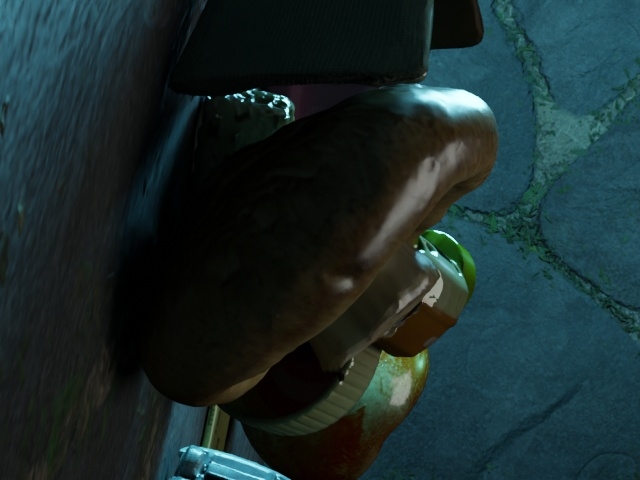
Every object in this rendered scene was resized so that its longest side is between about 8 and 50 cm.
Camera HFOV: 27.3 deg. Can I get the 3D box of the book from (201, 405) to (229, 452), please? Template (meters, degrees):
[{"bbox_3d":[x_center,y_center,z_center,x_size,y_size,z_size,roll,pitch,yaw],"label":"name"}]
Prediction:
[{"bbox_3d":[-0.124,0.263,1.435,0.168,0.013,0.192,92,9,-78],"label":"book"}]

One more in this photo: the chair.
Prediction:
[{"bbox_3d":[0.022,-0.176,0.862,0.186,0.160,0.319,72,22,-57],"label":"chair"}]

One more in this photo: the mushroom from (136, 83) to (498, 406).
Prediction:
[{"bbox_3d":[0.000,0.000,0.805,0.278,0.146,0.278,-42,175,-4],"label":"mushroom"}]

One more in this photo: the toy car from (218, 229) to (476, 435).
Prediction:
[{"bbox_3d":[-0.016,0.043,1.047,0.145,0.235,0.235,35,61,-54],"label":"toy car"}]

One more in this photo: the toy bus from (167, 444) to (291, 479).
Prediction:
[{"bbox_3d":[-0.086,0.249,1.015,0.265,0.121,0.120,-75,-177,-82],"label":"toy bus"}]

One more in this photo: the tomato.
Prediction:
[{"bbox_3d":[0.002,0.178,1.718,0.270,0.222,0.270,-54,-177,4],"label":"tomato"}]

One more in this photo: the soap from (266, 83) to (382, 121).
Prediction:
[{"bbox_3d":[-0.007,-0.078,1.462,0.233,0.128,0.359,-76,174,-63],"label":"soap"}]

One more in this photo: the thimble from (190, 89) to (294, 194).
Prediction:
[{"bbox_3d":[-0.054,-0.062,0.927,0.110,0.062,0.084,97,5,-60],"label":"thimble"}]
